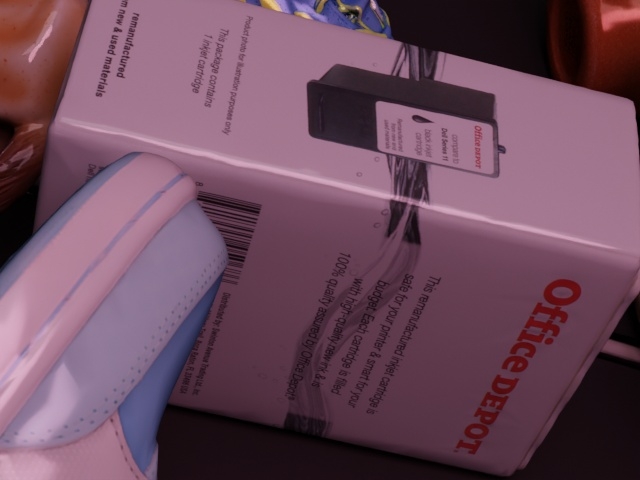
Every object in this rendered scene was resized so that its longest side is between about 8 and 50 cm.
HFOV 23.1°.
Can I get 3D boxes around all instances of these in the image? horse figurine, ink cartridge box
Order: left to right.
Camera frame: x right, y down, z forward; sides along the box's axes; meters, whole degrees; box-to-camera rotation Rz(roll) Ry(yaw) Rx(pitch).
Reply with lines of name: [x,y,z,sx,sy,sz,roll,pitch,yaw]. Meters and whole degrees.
horse figurine: [-0.152,-0.108,0.645,0.175,0.066,0.263,-4,70,0]
ink cartridge box: [0.000,0.000,0.595,0.208,0.153,0.086,14,49,-7]

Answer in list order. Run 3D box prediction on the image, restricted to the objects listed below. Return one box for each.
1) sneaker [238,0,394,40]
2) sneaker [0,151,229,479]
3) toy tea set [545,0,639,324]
sneaker: [-0.024,-0.116,0.693,0.240,0.126,0.091,37,53,13]
sneaker: [-0.066,0.144,0.456,0.208,0.127,0.319,34,68,-8]
toy tea set: [0.198,-0.059,0.668,0.124,0.200,0.336,-5,54,-9]
